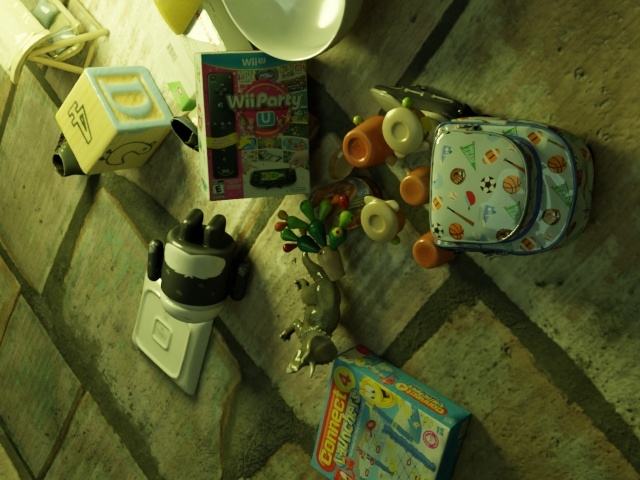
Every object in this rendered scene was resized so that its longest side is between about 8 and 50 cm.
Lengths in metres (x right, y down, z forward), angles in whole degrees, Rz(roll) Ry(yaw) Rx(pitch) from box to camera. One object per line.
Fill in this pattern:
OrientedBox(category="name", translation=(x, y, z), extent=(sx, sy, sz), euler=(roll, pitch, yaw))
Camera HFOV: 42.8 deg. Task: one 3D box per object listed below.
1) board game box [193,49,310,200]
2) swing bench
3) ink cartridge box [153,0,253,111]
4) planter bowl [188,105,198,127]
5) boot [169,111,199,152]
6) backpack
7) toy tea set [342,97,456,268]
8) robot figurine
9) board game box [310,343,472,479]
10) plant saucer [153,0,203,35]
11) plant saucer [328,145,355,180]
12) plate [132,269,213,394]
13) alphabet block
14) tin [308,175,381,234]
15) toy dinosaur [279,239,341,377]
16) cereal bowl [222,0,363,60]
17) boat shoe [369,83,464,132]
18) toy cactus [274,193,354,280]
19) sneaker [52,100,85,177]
OrientedBox(category="board game box", translation=(-0.143, -0.246, 1.721), extent=(0.097, 0.223, 0.304), euler=(-140, 46, -69))
OrientedBox(category="swing bench", translation=(-0.747, -0.558, 2.151), extent=(0.253, 0.254, 0.165), euler=(47, 128, 22))
OrientedBox(category="ink cartridge box", translation=(-0.269, -0.425, 1.874), extent=(0.219, 0.092, 0.160), euler=(-38, 74, 40))
OrientedBox(category="planter bowl", translation=(-0.198, -0.271, 1.829), extent=(0.109, 0.162, 0.162), euler=(-48, 67, 9))
OrientedBox(category="boot", translation=(-0.267, -0.214, 1.921), extent=(0.219, 0.106, 0.082), euler=(55, 130, 16))
OrientedBox(category="backpack", translation=(0.319, -0.092, 1.382), extent=(0.263, 0.213, 0.277), euler=(4, 102, 30))
OrientedBox(category="toy tea set", translation=(0.169, -0.105, 1.571), extent=(0.200, 0.124, 0.336), euler=(-3, 107, 41))
OrientedBox(category="robot figurine", translation=(-0.299, 0.066, 1.987), extent=(0.209, 0.173, 0.278), euler=(32, 121, 39))
OrientedBox(category="board game box", translation=(0.141, 0.431, 1.751), extent=(0.302, 0.086, 0.308), euler=(28, 119, 33))
OrientedBox(category="plant saucer", translation=(-0.311, -0.682, 1.786), extent=(0.333, 0.081, 0.333), euler=(-45, 56, 38))
OrientedBox(category="plant saucer", translation=(0.050, -0.160, 1.698), extent=(0.083, 0.015, 0.083), euler=(-27, 50, 38))
OrientedBox(category="plate", translation=(-0.419, 0.247, 2.225), extent=(0.277, 0.045, 0.278), euler=(36, 122, 30))
OrientedBox(category="alphabet block", translation=(-0.519, -0.306, 2.064), extent=(0.197, 0.192, 0.193), euler=(-40, 73, 41))
OrientedBox(category="tin", translation=(0.051, -0.073, 1.728), extent=(0.189, 0.040, 0.106), euler=(-14, 88, 43))
OrientedBox(category="toy dinosaur", translation=(-0.003, 0.154, 1.782), extent=(0.160, 0.121, 0.314), euler=(-10, 60, 55))
OrientedBox(category="cereal bowl", translation=(-0.044, -0.525, 1.565), extent=(0.339, 0.141, 0.339), euler=(26, 134, 30))
OrientedBox(category="boat shoe", translation=(0.184, -0.261, 1.557), extent=(0.206, 0.075, 0.065), euler=(31, 77, 38))
OrientedBox(category="toy cactus", translation=(0.000, 0.000, 1.714), extent=(0.219, 0.112, 0.181), euler=(-19, 99, 35))
OrientedBox(category="sneaker", translation=(-0.705, -0.286, 2.281), extent=(0.083, 0.118, 0.222), euler=(-27, 83, 42))
